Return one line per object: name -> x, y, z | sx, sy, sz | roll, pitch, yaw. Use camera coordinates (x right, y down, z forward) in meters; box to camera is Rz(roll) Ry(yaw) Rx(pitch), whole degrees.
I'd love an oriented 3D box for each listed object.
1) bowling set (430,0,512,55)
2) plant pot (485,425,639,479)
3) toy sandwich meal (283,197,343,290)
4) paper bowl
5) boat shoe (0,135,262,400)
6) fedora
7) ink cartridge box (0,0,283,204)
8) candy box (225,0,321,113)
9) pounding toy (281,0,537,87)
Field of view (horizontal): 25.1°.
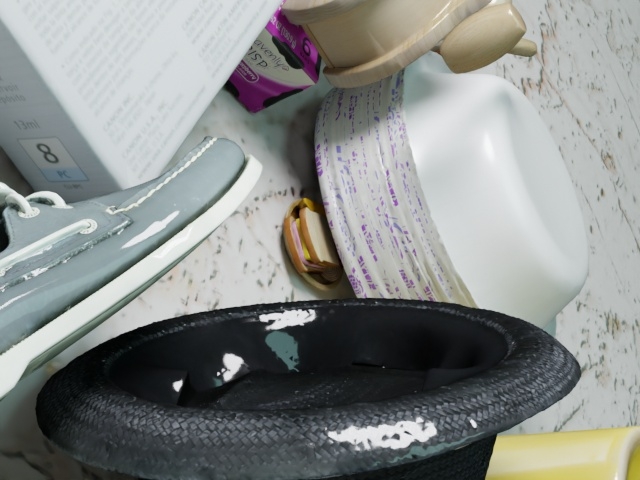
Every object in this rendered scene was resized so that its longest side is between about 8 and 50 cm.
bowling set -> 0.140, -0.245, 1.353 | 0.200, 0.154, 0.287 | 58, 39, -50
plant pot -> 0.140, 0.239, 1.003 | 0.254, 0.239, 0.254 | 37, 43, -43
toy sandwich meal -> 0.000, 0.000, 1.139 | 0.085, 0.029, 0.086 | 36, 43, -42
paper bowl -> 0.125, -0.026, 1.212 | 0.284, 0.148, 0.284 | 46, 32, -40
boat shoe -> -0.154, 0.012, 0.758 | 0.099, 0.116, 0.319 | 52, 52, -2
fedora -> -0.003, 0.135, 0.844 | 0.334, 0.334, 0.153 | -17, 108, -60
ink cartridge box -> -0.157, -0.257, 0.860 | 0.385, 0.091, 0.308 | 58, 49, -34
candy box -> -0.060, -0.242, 1.158 | 0.159, 0.071, 0.233 | 44, 37, -36
pounding toy -> 0.069, -0.178, 1.136 | 0.155, 0.154, 0.269 | 55, 13, -29
